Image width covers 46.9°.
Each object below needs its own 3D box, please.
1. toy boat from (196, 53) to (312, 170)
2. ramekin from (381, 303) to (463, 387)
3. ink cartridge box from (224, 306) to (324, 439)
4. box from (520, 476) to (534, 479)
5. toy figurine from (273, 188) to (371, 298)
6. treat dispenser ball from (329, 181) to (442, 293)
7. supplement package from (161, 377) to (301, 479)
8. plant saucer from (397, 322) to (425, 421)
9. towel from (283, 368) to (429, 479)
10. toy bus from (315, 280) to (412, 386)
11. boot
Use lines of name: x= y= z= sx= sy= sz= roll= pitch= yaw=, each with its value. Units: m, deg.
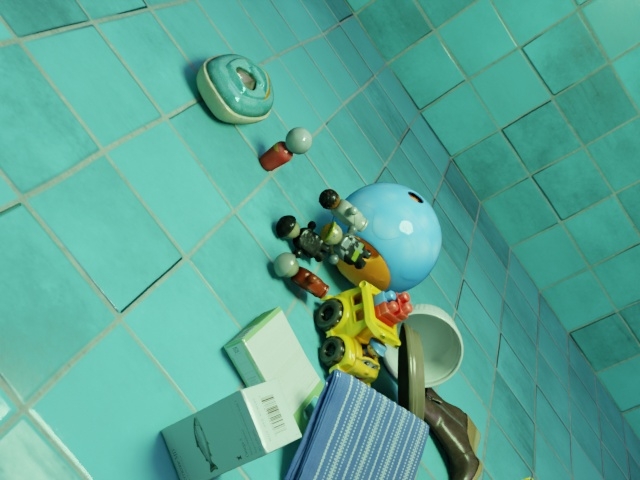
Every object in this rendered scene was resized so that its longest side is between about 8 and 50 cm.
toy boat: x=-0.153 y=-0.333 z=1.833 sx=0.318 sy=0.148 sz=0.267 roll=57 pitch=27 yaw=-4
ramekin: x=0.260 y=0.260 z=1.885 sx=0.207 sy=0.207 sz=0.109 roll=56 pitch=17 yaw=-7
ink cartridge box: x=-0.076 y=0.267 z=1.457 sx=0.235 sy=0.056 sz=0.171 roll=62 pitch=27 yaw=-6
box: x=0.360 y=0.682 z=1.556 sx=0.079 sy=0.257 sz=0.322 roll=51 pitch=29 yaw=-17
toy figurine: x=0.000 y=0.000 z=1.691 sx=0.148 sy=0.209 sz=0.213 roll=38 pitch=33 yaw=-25
treat dispenser ball: x=0.165 y=-0.005 z=1.887 sx=0.288 sy=0.288 sz=0.288 roll=40 pitch=32 yaw=-32
supplement package: x=-0.141 y=0.305 z=1.166 sx=0.105 sy=0.179 sz=0.105 roll=-3 pitch=65 yaw=-61
plant saucer: x=0.209 y=0.331 z=1.714 sx=0.278 sy=0.041 sz=0.278 roll=-1 pitch=90 yaw=-90
towel: x=0.083 y=0.423 z=1.465 sx=0.336 sy=0.040 sz=0.243 roll=38 pitch=67 yaw=-38
toy bus: x=0.115 y=0.205 z=1.676 sx=0.149 sy=0.211 sz=0.220 roll=36 pitch=36 yaw=-40
boot: x=0.315 y=0.506 z=1.883 sx=0.207 sy=0.090 sz=0.248 roll=42 pitch=31 yaw=-7
